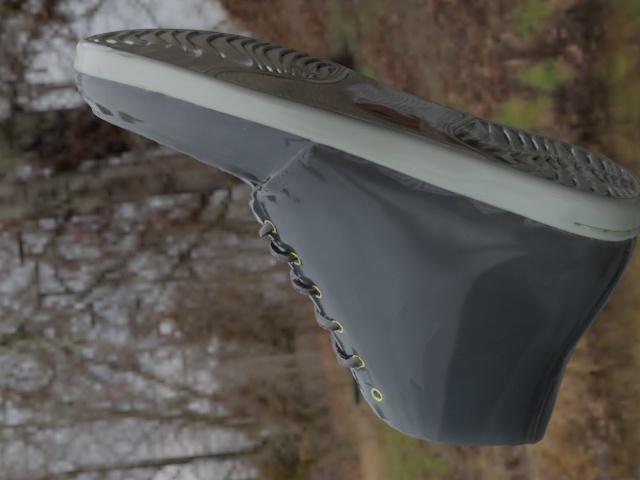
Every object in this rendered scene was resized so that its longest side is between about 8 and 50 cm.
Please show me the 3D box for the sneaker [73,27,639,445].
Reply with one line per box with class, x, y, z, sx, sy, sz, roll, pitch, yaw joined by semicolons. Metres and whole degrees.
sneaker;0.000;0.000;0.563;0.083;0.222;0.118;-50;-21;-68
